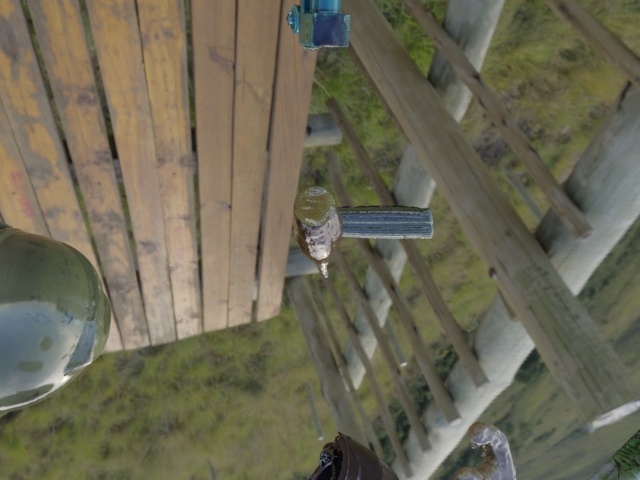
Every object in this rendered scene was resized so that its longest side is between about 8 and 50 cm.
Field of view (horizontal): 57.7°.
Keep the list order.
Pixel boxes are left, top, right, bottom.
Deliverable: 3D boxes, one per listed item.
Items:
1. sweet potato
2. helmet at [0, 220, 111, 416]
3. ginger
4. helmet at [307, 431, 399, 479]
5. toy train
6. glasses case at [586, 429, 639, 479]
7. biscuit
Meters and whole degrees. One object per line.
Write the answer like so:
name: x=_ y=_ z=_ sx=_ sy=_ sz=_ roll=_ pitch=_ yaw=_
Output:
sweet potato: x=0.000 y=0.000 z=0.568 sx=0.049 sy=0.049 sz=0.117 roll=-18 pitch=140 yaw=-7
helmet: x=-0.305 y=0.098 z=0.635 sx=0.137 sy=0.257 sz=0.204 roll=0 pitch=145 yaw=-5
ginger: x=0.172 y=0.365 z=0.770 sx=0.149 sy=0.065 sz=0.258 roll=42 pitch=87 yaw=-25
helmet: x=0.020 y=0.209 z=0.447 sx=0.070 sy=0.098 sz=0.123 roll=26 pitch=139 yaw=3
toy train: x=0.002 y=-0.582 z=1.311 sx=0.120 sy=0.194 sz=0.298 roll=-5 pitch=113 yaw=-18
glasses case: x=0.509 y=0.458 z=1.039 sx=0.272 sy=0.062 sz=0.095 roll=-30 pitch=134 yaw=-21
biscuit: x=0.164 y=-0.052 z=1.680 sx=0.323 sy=0.038 sz=0.099 roll=1 pitch=110 yaw=18
